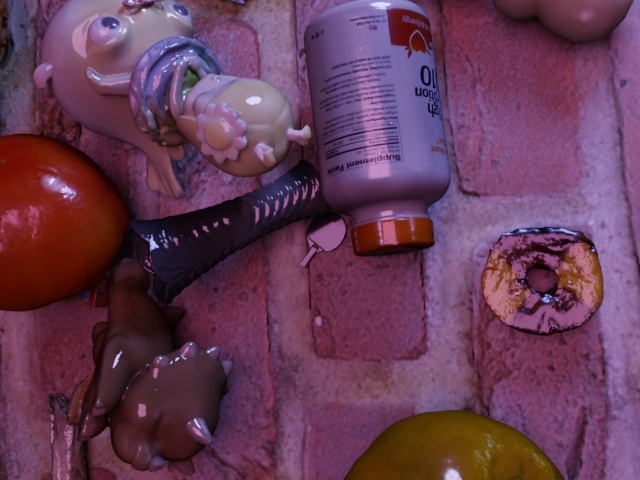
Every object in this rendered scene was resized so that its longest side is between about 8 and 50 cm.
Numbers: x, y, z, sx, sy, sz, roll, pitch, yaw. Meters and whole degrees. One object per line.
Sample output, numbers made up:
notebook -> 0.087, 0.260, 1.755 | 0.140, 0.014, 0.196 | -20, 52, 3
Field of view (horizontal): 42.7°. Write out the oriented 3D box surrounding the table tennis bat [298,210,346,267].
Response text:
table tennis bat -> 0.000, 0.000, 1.066 | 0.050, 0.007, 0.083 | 35, 92, 15

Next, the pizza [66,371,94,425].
pizza -> -0.298, 0.221, 1.098 | 0.078, 0.025, 0.083 | 14, 43, 4

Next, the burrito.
burrito -> -0.341, 0.280, 1.105 | 0.055, 0.041, 0.149 | -9, 81, 27

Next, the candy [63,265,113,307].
candy -> -0.353, 0.054, 1.134 | 0.122, 0.038, 0.062 | 9, 86, 15

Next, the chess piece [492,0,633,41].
chess piece -> 0.229, -0.341, 0.972 | 0.300, 0.167, 0.167 | 26, 91, 10

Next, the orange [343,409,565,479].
orange -> 0.146, 0.318, 0.869 | 0.279, 0.279, 0.235 | 48, 125, 14

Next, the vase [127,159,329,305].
vase -> -0.107, -0.019, 1.008 | 0.237, 0.115, 0.115 | -25, 77, -19

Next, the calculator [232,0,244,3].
calculator -> -0.183, -0.438, 1.149 | 0.274, 0.028, 0.165 | 20, 89, 15

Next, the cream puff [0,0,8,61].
cream puff -> -0.577, -0.283, 1.125 | 0.327, 0.231, 0.343 | -16, 107, 15

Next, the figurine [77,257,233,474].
figurine -> -0.197, 0.169, 1.024 | 0.173, 0.247, 0.177 | 15, 116, -19

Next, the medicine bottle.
medicine bottle -> 0.071, -0.129, 0.985 | 0.157, 0.157, 0.288 | -9, 82, 13

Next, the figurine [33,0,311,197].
figurine -> -0.172, -0.160, 1.014 | 0.394, 0.226, 0.274 | 26, 132, 34

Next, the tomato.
tomato -> -0.377, -0.034, 1.053 | 0.260, 0.180, 0.260 | -3, 48, 3

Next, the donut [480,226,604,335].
donut -> 0.263, 0.046, 0.968 | 0.140, 0.059, 0.140 | -1, 84, 13
